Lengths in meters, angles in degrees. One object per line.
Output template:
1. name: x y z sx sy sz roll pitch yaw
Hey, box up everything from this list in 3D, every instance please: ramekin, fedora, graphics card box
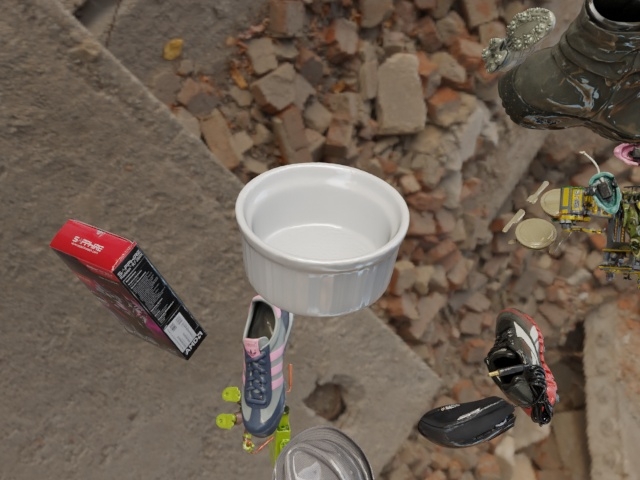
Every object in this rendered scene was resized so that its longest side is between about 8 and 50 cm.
1. ramekin: 0.000 0.000 1.196 0.277 0.277 0.135 -31 139 -37
2. fedora: -0.007 0.553 1.678 0.244 0.275 0.124 -33 150 0
3. graphics card box: -0.443 0.120 1.712 0.094 0.233 0.371 -56 143 -25

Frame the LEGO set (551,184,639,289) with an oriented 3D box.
1. LEGO set: 0.622 0.000 1.399 0.255 0.331 0.192 6 88 -42

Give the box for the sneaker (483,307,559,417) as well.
1. sneaker: 0.406 0.234 1.531 0.135 0.276 0.097 30 124 -23

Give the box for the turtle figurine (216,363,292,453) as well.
1. turtle figurine: -0.184 0.445 1.977 0.217 0.087 0.269 27 88 -55

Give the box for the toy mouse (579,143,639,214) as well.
1. toy mouse: 0.438 -0.092 1.044 0.161 0.143 0.031 -63 157 7

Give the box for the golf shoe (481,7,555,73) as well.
1. golf shoe: 0.371 -0.359 1.311 0.086 0.176 0.069 -2 78 -26

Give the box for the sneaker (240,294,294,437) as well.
1. sneaker: -0.139 0.272 1.621 0.131 0.112 0.319 41 49 -62

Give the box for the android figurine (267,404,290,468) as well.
1. android figurine: -0.125 0.585 2.223 0.056 0.248 0.272 -4 119 -11

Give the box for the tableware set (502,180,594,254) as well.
1. tableware set: 0.501 -0.041 1.607 0.194 0.128 0.039 -44 144 -25

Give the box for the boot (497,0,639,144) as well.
1. boot: 0.300 -0.159 0.660 0.247 0.161 0.083 -4 72 -24

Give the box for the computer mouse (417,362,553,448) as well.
1. computer mouse: 0.310 0.319 1.363 0.060 0.262 0.184 -95 173 -52
